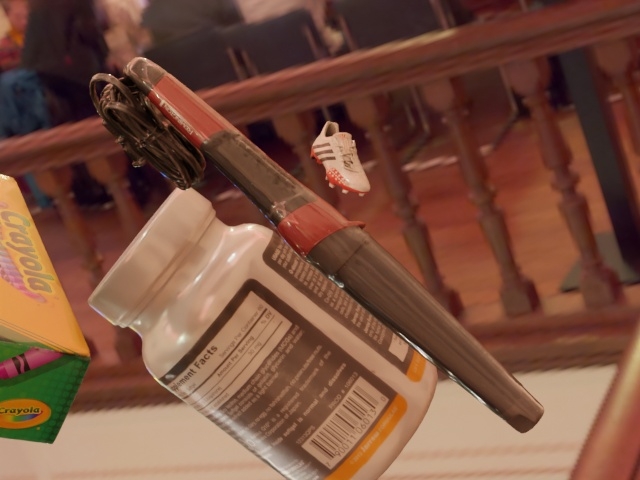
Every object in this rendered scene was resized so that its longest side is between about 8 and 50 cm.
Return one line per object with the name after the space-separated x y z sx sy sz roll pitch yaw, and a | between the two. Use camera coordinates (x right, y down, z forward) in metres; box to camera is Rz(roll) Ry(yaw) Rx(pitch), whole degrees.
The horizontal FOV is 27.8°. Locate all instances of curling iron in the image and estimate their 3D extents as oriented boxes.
0.000 0.000 0.638 0.035 0.274 0.068 -52 -5 -20 | curling iron

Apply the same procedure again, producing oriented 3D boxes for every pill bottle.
-0.050 0.087 1.111 0.162 0.278 0.162 -50 7 9 | pill bottle

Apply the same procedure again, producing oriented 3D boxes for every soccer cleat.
0.017 -0.063 0.989 0.029 0.035 0.083 10 24 -28 | soccer cleat

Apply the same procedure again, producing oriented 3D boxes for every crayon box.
-0.289 0.029 0.957 0.165 0.081 0.278 14 22 -32 | crayon box
